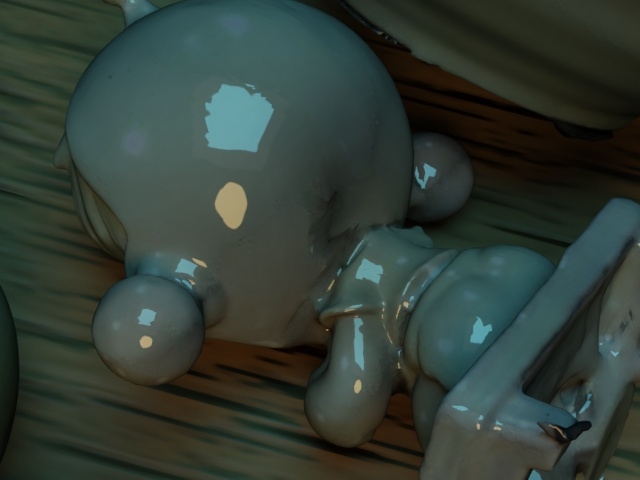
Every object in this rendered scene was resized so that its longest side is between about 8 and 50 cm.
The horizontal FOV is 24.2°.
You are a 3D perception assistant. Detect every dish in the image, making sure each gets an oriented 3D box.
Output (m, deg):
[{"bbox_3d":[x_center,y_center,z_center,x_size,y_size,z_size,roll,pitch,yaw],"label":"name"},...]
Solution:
[{"bbox_3d":[0.078,-0.110,0.600,0.260,0.085,0.260,24,22,-11],"label":"dish"}]

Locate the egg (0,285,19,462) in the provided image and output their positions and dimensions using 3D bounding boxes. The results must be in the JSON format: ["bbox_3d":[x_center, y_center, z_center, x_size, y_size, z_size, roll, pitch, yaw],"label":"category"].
[{"bbox_3d":[-0.161,0.056,0.498,0.114,0.114,0.152,15,48,3],"label":"egg"}]

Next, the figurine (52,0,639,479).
[{"bbox_3d":[-0.002,-0.003,0.536,0.256,0.144,0.182,34,66,17],"label":"figurine"}]
